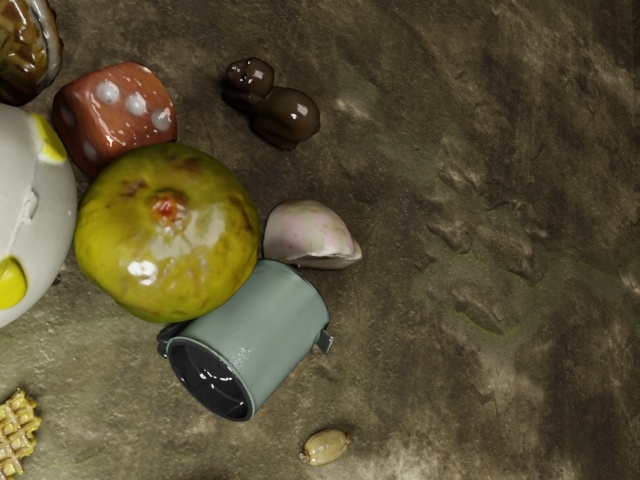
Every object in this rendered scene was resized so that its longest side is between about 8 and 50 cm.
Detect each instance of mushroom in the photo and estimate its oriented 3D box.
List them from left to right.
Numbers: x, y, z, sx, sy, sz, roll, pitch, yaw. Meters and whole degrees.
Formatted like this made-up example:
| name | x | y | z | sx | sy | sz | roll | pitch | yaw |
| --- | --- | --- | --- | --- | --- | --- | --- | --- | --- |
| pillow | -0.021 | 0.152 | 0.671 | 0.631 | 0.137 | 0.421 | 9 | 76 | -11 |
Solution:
| name | x | y | z | sx | sy | sz | roll | pitch | yaw |
| --- | --- | --- | --- | --- | --- | --- | --- | --- | --- |
| mushroom | 0.002 | -0.028 | 1.606 | 0.236 | 0.162 | 0.173 | 4 | 77 | -40 |

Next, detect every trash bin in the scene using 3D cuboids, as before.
| name | x | y | z | sx | sy | sz | roll | pitch | yaw |
| --- | --- | --- | --- | --- | --- | --- | --- | --- | --- |
| trash bin | -0.141 | 0.197 | 1.391 | 0.277 | 0.217 | 0.262 | 34 | 52 | 13 |

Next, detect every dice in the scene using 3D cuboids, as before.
| name | x | y | z | sx | sy | sz | roll | pitch | yaw |
| --- | --- | --- | --- | --- | --- | --- | --- | --- | --- |
| dice | -0.396 | -0.228 | 1.335 | 0.174 | 0.175 | 0.179 | -30 | 101 | -40 |

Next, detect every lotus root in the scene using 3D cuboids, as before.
| name | x | y | z | sx | sy | sz | roll | pitch | yaw |
| --- | --- | --- | --- | --- | --- | --- | --- | --- | --- |
| lotus root | 0.007 | 0.463 | 1.539 | 0.150 | 0.062 | 0.073 | -10 | 107 | -39 |

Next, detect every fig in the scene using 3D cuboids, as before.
| name | x | y | z | sx | sy | sz | roll | pitch | yaw |
| --- | --- | --- | --- | --- | --- | --- | --- | --- | --- |
| fig | -0.282 | -0.005 | 1.262 | 0.343 | 0.343 | 0.343 | 12 | 71 | -36 |

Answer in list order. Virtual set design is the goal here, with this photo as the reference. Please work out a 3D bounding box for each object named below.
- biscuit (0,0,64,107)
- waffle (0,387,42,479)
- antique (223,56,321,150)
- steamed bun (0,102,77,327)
| name | x | y | z | sx | sy | sz | roll | pitch | yaw |
| --- | --- | --- | --- | --- | --- | --- | --- | --- | --- |
| biscuit | -0.569 | -0.373 | 1.140 | 0.332 | 0.332 | 0.103 | 52 | 47 | -16 |
| waffle | -0.552 | 0.330 | 1.136 | 0.161 | 0.046 | 0.192 | 32 | 59 | -29 |
| antique | -0.112 | -0.326 | 1.614 | 0.257 | 0.143 | 0.121 | 43 | 57 | -19 |
| steamed bun | -0.542 | -0.034 | 1.061 | 0.334 | 0.334 | 0.374 | 21 | 68 | -33 |
